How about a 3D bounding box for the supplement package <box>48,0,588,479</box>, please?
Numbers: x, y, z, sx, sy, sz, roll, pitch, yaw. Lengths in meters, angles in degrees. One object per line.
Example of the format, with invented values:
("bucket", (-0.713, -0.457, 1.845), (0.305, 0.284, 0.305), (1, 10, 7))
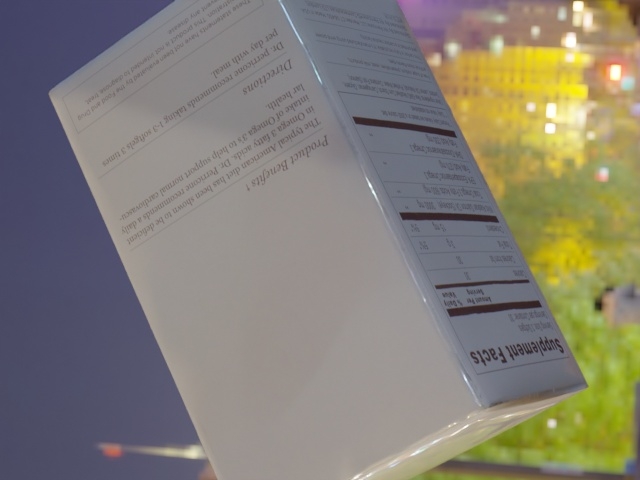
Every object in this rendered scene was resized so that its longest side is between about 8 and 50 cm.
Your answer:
("supplement package", (0.000, 0.000, 0.596), (0.105, 0.105, 0.179), (0, -117, -62))
